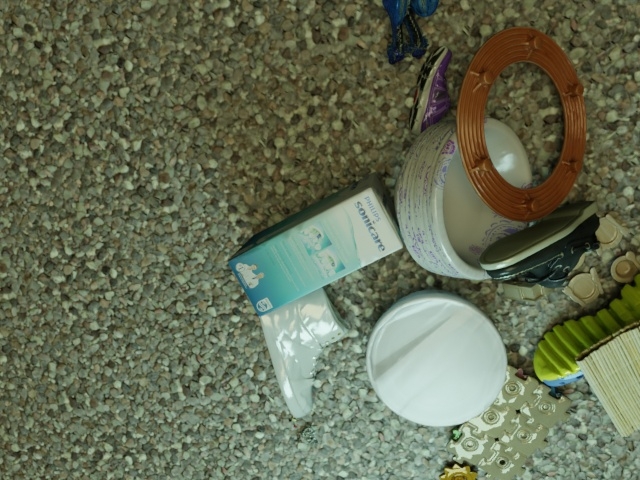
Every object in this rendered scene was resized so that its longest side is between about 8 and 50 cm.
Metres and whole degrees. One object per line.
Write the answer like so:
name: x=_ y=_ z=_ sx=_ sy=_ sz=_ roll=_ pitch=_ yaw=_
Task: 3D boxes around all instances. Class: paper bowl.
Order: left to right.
paper bowl: x=0.245 y=-0.076 z=1.105 sx=0.148 sy=0.284 sz=0.284 roll=8 pitch=109 yaw=49

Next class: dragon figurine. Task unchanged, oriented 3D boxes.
dragon figurine: x=0.151 y=-0.429 z=1.054 sx=0.085 sy=0.289 sz=0.143 roll=-19 pitch=71 yaw=-9

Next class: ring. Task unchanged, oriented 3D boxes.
ring: x=0.363 y=-0.199 z=1.055 sx=0.337 sy=0.032 sz=0.336 roll=-3 pitch=96 yaw=-32

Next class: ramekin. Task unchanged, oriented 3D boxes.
ramekin: x=0.228 y=0.221 z=1.229 sx=0.273 sy=0.127 sz=0.272 roll=2 pitch=104 yaw=7

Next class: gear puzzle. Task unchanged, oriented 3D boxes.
gear puzzle: x=0.373 y=0.421 z=1.304 sx=0.176 sy=0.044 sz=0.338 roll=29 pitch=108 yaw=-1

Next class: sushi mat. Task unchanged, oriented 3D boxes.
sushi mat: x=0.600 y=0.269 z=1.167 sx=0.152 sy=0.019 sz=0.316 roll=-34 pitch=125 yaw=11

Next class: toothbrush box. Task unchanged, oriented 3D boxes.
toothbrush box: x=0.000 y=0.000 z=1.164 sx=0.296 sy=0.216 sz=0.126 roll=-28 pitch=98 yaw=12

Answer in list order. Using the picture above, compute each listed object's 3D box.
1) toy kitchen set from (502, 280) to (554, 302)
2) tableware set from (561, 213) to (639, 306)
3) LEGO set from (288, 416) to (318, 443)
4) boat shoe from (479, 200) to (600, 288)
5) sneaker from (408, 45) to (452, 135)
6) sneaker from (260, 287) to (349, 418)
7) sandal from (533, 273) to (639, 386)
toy kitchen set: x=0.417 y=0.072 z=1.220 sx=0.083 sy=0.075 sz=0.068 roll=-25 pitch=105 yaw=-28
tableware set: x=0.540 y=0.042 z=1.197 sx=0.169 sy=0.020 sz=0.141 roll=-34 pitch=98 yaw=9
LEGO set: x=-0.036 y=0.426 z=1.364 sx=0.083 sy=0.023 sz=0.054 roll=30 pitch=105 yaw=0
boat shoe: x=0.397 y=0.024 z=1.066 sx=0.127 sy=0.340 sz=0.112 roll=-12 pitch=99 yaw=42
sneaker: x=0.218 y=-0.280 z=1.159 sx=0.071 sy=0.068 sz=0.169 roll=9 pitch=113 yaw=-10
sneaker: x=-0.014 y=0.233 z=1.275 sx=0.169 sy=0.108 sz=0.292 roll=-14 pitch=113 yaw=-1
sandal: x=0.568 y=0.196 z=1.186 sx=0.317 sy=0.126 sz=0.138 roll=-36 pitch=120 yaw=21
